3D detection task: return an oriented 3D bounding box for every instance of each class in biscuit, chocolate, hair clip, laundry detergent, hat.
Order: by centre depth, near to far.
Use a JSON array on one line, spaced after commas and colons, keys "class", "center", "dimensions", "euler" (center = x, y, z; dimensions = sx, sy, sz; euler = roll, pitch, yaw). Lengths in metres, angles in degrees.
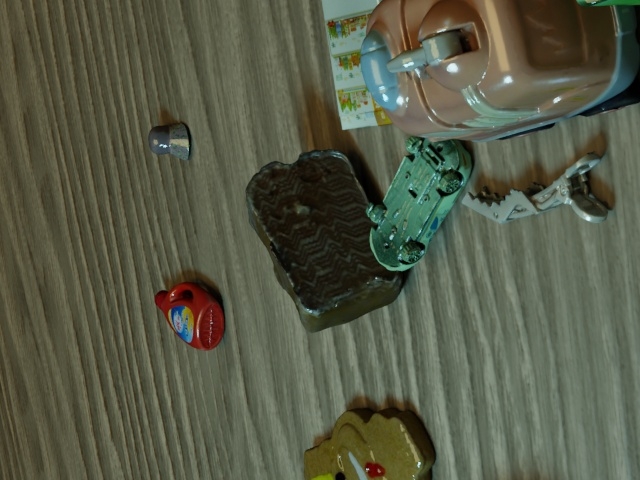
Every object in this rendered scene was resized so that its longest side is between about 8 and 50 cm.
[{"class": "hair clip", "center": [0.229, -0.039, 1.607], "dimensions": [0.226, 0.034, 0.072], "euler": [-16, 89, 58]}, {"class": "chocolate", "center": [0.000, 0.000, 1.867], "dimensions": [0.093, 0.148, 0.214], "euler": [100, 148, -63]}, {"class": "biscuit", "center": [0.061, 0.317, 1.990], "dimensions": [0.186, 0.044, 0.295], "euler": [60, 144, 20]}, {"class": "hat", "center": [-0.233, -0.150, 2.255], "dimensions": [0.087, 0.042, 0.058], "euler": [27, 124, 49]}, {"class": "laundry detergent", "center": [-0.210, 0.107, 2.314], "dimensions": [0.165, 0.049, 0.097], "euler": [26, 116, 51]}]

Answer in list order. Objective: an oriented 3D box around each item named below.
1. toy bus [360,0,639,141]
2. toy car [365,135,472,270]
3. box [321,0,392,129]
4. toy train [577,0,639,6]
[{"class": "toy bus", "center": [0.166, -0.191, 1.470], "dimensions": [0.288, 0.232, 0.194], "euler": [-12, 95, 55]}, {"class": "toy car", "center": [0.117, -0.047, 1.752], "dimensions": [0.093, 0.058, 0.186], "euler": [50, 127, 35]}, {"class": "box", "center": [0.051, -0.247, 1.800], "dimensions": [0.122, 0.032, 0.220], "euler": [0, 100, 56]}, {"class": "toy train", "center": [0.293, -0.325, 1.291], "dimensions": [0.188, 0.132, 0.243], "euler": [-13, 88, 44]}]
